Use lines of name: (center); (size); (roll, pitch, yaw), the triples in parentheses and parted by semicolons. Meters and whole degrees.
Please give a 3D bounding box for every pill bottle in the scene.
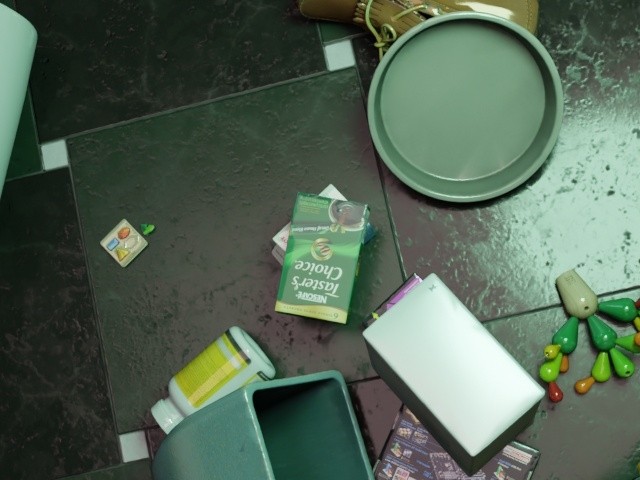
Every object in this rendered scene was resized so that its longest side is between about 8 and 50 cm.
pill bottle: (-0.167, 0.225, 1.872); (0.184, 0.103, 0.103); (-40, 78, 0)

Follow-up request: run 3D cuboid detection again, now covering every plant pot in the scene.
plant pot: (-0.096, 0.352, 1.774); (0.252, 0.248, 0.247); (-25, 77, 31)

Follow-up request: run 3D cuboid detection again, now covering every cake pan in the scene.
cake pan: (0.218, -0.204, 1.851); (0.293, 0.054, 0.293); (1, 110, 3)

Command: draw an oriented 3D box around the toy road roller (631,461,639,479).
toy road roller: (0.496, 0.404, 1.722); (0.329, 0.240, 0.202); (-27, 76, -34)

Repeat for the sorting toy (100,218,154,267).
sorting toy: (-0.310, -0.005, 1.978); (0.083, 0.012, 0.062); (-45, 77, 0)

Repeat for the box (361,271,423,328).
box: (0.159, 0.145, 1.874); (0.116, 0.029, 0.162); (-44, 78, 0)

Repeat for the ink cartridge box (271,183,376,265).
ink cartridge box: (0.000, 0.000, 1.890); (0.143, 0.090, 0.092); (-43, 78, -1)

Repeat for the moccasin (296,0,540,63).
moccasin: (0.147, -0.338, 1.909); (0.380, 0.139, 0.147); (13, 74, 1)

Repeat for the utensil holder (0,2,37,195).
utensil holder: (-0.634, -0.184, 1.900); (0.328, 0.327, 0.385); (11, 82, 10)

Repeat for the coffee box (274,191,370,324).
coffee box: (0.004, 0.028, 1.818); (0.113, 0.040, 0.184); (11, 85, 8)

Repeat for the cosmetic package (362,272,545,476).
cosmetic package: (0.185, 0.195, 1.717); (0.138, 0.224, 0.224); (-40, 72, -8)

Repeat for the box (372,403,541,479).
box: (0.195, 0.349, 1.824); (0.220, 0.051, 0.175); (23, 85, 12)

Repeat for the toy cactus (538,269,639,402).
toy cactus: (0.403, 0.126, 1.812); (0.219, 0.112, 0.180); (-33, 68, 11)
